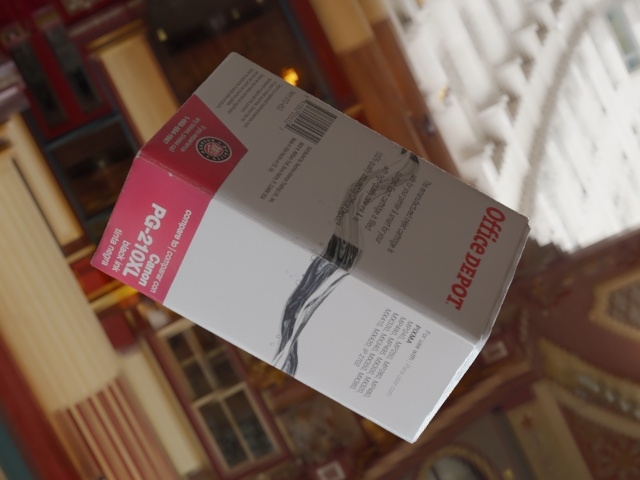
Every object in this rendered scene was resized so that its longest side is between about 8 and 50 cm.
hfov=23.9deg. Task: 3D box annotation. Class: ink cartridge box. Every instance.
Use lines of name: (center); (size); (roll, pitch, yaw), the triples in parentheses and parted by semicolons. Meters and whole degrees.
ink cartridge box: (0.000, 0.000, 0.984); (0.100, 0.237, 0.172); (-62, 178, 33)
